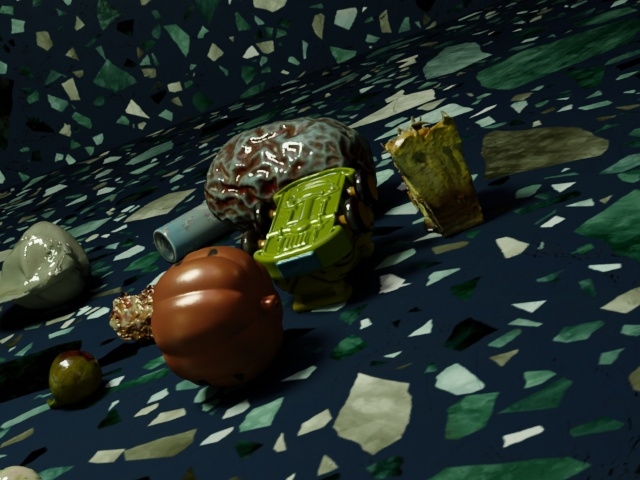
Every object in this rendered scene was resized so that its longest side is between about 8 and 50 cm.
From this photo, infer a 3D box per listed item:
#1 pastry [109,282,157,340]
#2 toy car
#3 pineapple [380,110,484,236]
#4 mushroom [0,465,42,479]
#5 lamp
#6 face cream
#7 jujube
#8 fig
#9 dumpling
[{"bbox_3d":[-0.249,0.113,1.739,0.169,0.087,0.063,-14,-15,21],"label":"pastry"},{"bbox_3d":[0.000,0.000,1.678,0.200,0.142,0.248,-15,28,22],"label":"toy car"},{"bbox_3d":[0.185,-0.093,1.733,0.114,0.236,0.186,-25,56,4],"label":"pineapple"},{"bbox_3d":[-0.361,0.309,1.295,0.083,0.067,0.083,4,44,-4],"label":"mushroom"},{"bbox_3d":[-0.127,0.100,1.459,0.164,0.188,0.187,-14,19,22],"label":"lamp"},{"bbox_3d":[-0.218,-0.039,2.167,0.229,0.075,0.075,-32,20,-32],"label":"face cream"},{"bbox_3d":[-0.054,-0.112,1.982,0.317,0.226,0.226,-3,24,33],"label":"jujube"},{"bbox_3d":[-0.368,0.210,1.619,0.084,0.082,0.098,26,88,49],"label":"fig"},{"bbox_3d":[-0.546,0.070,2.149,0.204,0.163,0.293,-59,25,-4],"label":"dumpling"}]
